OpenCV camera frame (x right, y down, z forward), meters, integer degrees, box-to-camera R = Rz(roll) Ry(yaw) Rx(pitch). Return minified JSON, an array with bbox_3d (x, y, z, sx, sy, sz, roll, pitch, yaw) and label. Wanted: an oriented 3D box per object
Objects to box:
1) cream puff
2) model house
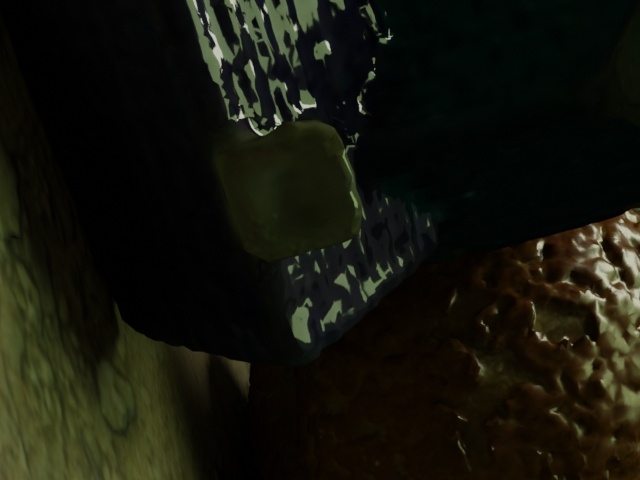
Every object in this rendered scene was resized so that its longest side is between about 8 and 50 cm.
[{"bbox_3d":[0.073,0.080,0.941,0.212,0.303,0.303,38,13,-8],"label":"cream puff"},{"bbox_3d":[0.027,-0.095,0.752,0.280,0.312,0.245,-94,169,-71],"label":"model house"}]
